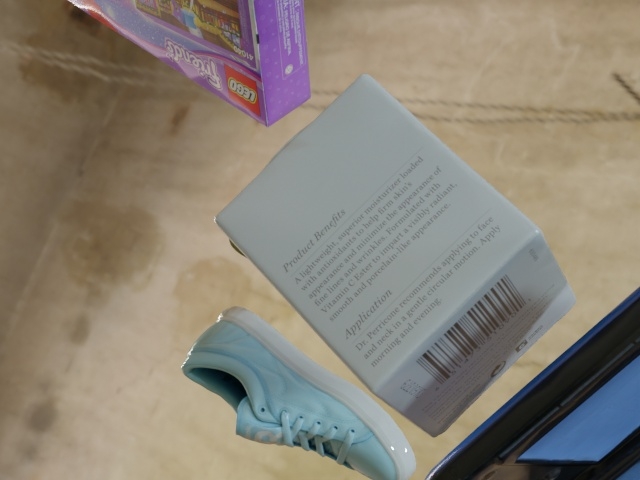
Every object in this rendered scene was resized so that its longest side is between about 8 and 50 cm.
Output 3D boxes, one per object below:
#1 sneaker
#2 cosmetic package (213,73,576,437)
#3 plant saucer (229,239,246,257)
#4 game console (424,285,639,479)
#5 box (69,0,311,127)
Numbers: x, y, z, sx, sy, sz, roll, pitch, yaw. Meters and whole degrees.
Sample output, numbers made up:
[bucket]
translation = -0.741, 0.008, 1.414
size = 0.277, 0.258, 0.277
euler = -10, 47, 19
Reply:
[sneaker]
translation = -0.042, 0.252, 1.640
size = 0.366, 0.150, 0.135
euler = 33, -34, 21
[cosmetic package]
translation = 0.056, 0.014, 0.826
size = 0.183, 0.151, 0.151
euler = 47, 1, 30
[plant saucer]
translation = 0.000, 0.000, 1.549
size = 0.241, 0.037, 0.241
euler = 8, -18, 3
[game console]
translation = 0.254, 0.130, 0.698
size = 0.250, 0.293, 0.173
euler = 15, 35, -54
[box]
translation = -0.134, -0.245, 0.984
size = 0.293, 0.057, 0.201
euler = 35, -32, 30
